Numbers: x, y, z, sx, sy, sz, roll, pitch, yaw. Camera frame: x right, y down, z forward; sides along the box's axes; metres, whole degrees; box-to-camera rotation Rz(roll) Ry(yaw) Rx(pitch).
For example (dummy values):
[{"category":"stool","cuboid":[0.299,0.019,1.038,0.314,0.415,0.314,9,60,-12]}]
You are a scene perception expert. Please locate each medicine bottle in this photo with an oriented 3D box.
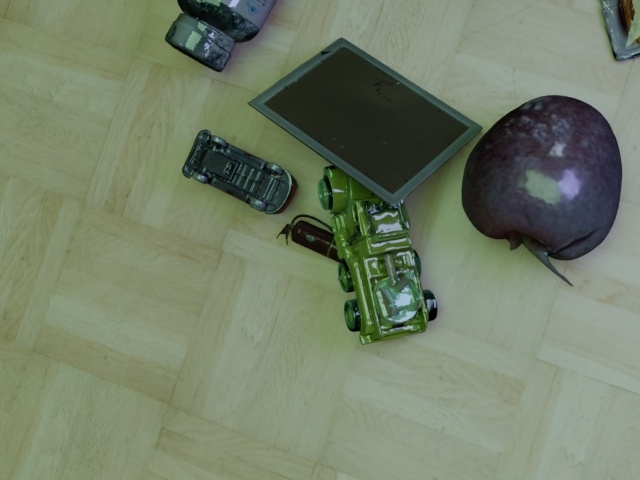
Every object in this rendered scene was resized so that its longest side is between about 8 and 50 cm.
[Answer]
[{"category":"medicine bottle","cuboid":[-0.123,-0.404,1.659,0.141,0.141,0.293,30,93,16]}]

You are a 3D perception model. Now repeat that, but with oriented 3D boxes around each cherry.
[{"category":"cherry","cuboid":[0.302,-0.078,1.491,0.213,0.183,0.266,20,74,7]}]

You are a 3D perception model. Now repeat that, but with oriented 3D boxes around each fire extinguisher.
[{"category":"fire extinguisher","cuboid":[0.000,0.000,1.633,0.132,0.039,0.056,25,101,16]}]

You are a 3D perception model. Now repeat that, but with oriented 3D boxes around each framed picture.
[{"category":"framed picture","cuboid":[0.065,-0.176,1.580,0.273,0.016,0.216,37,57,21]}]

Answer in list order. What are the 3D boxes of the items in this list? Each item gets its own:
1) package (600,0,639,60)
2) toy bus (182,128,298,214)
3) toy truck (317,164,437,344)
[{"category":"package","cuboid":[0.480,-0.357,1.553,0.173,0.027,0.171,-17,80,16]},{"category":"toy bus","cuboid":[-0.115,-0.097,1.654,0.174,0.077,0.079,26,91,15]},{"category":"toy truck","cuboid":[0.090,0.003,1.543,0.128,0.135,0.260,-9,76,-16]}]
